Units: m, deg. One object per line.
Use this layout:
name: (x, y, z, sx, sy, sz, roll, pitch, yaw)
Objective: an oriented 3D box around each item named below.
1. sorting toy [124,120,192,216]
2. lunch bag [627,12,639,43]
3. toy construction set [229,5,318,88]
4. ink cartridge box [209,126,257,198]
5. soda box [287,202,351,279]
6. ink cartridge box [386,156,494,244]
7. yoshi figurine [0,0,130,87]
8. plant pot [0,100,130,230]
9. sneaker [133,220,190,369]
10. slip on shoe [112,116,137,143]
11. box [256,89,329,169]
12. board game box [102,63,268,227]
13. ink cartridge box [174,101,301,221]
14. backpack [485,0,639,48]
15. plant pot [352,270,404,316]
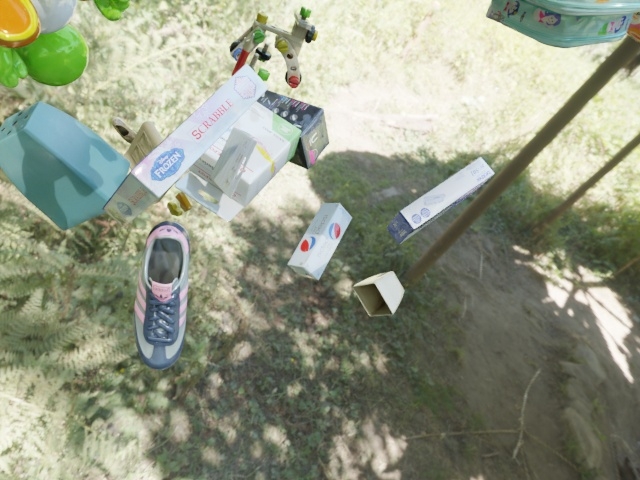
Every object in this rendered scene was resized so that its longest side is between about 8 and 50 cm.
sorting toy: (-0.536, -0.215, 1.557, 0.041, 0.229, 0.307, -31, 91, -45)
lunch bag: (0.756, -0.582, 1.046, 0.293, 0.120, 0.258, 58, 11, 24)
toy construction set: (-0.144, -0.617, 1.424, 0.257, 0.237, 0.309, 33, 33, -2)
ink cartridge box: (-0.194, -0.183, 1.100, 0.045, 0.145, 0.179, 21, 11, -37)
soda box: (0.000, 0.000, 1.287, 0.069, 0.074, 0.216, 47, 63, -36)
ink cartridge box: (0.230, -0.076, 0.900, 0.207, 0.097, 0.046, -34, 80, -16)
yoshi figurine: (-0.394, -0.313, 0.670, 0.203, 0.203, 0.362, 6, 11, -34)
plant pot: (-0.587, -0.175, 1.042, 0.234, 0.165, 0.165, 54, 22, -44)
sneaker: (-0.327, 0.120, 0.944, 0.112, 0.319, 0.131, 2, 4, -15)
slip on shoe: (-0.720, -0.397, 1.725, 0.041, 0.051, 0.135, 64, 0, 37)
box: (-0.125, -0.381, 1.576, 0.270, 0.165, 0.143, 25, 65, 24)
board game box: (-0.285, -0.182, 0.950, 0.066, 0.318, 0.318, 46, 61, -19)
ink cartridge box: (-0.236, -0.243, 1.354, 0.207, 0.119, 0.353, 33, 54, 3)
backpack: (0.368, -0.378, 0.644, 0.225, 0.191, 0.253, -12, 36, -16)
plant pot: (0.181, 0.150, 1.369, 0.096, 0.109, 0.109, -37, 100, -33)
